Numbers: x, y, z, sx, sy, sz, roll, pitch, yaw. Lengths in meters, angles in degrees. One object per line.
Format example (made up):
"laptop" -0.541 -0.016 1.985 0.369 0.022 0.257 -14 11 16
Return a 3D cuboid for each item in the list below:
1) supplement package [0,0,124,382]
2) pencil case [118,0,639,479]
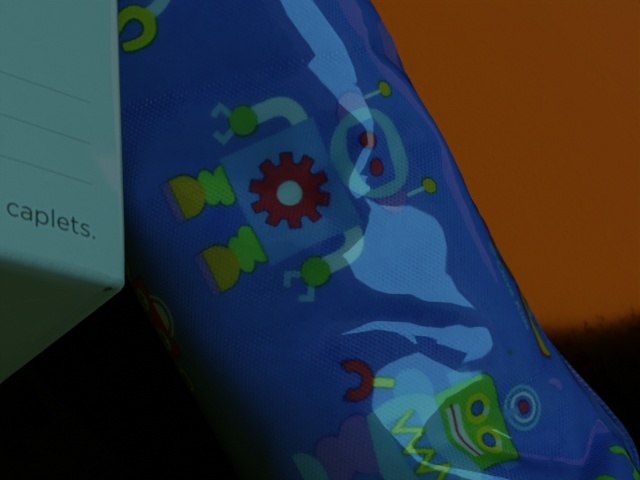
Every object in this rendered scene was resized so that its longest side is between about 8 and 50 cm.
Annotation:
"supplement package" -0.186 -0.086 0.506 0.199 0.198 0.263 16 55 -34
"pencil case" 0.000 0.000 0.673 0.133 0.119 0.306 -28 86 -6
